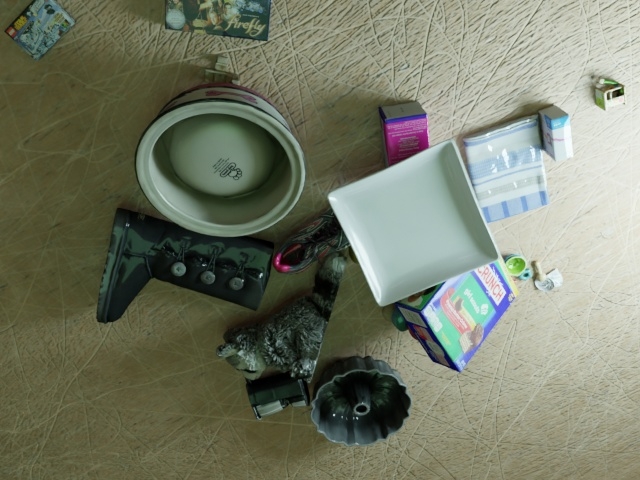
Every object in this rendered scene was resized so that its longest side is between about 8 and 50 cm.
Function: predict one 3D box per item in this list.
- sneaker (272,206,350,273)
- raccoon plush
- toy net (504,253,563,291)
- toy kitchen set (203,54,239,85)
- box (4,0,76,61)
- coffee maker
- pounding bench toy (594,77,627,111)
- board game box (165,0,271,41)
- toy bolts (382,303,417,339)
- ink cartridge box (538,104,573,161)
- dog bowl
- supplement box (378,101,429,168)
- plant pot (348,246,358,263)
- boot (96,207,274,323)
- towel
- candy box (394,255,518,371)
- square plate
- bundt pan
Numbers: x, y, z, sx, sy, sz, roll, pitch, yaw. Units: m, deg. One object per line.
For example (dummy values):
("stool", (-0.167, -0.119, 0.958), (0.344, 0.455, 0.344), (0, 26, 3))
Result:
("sneaker", (0.000, 0.000, 1.695), (0.299, 0.112, 0.121), (-39, 83, 9))
("raccoon plush", (-0.123, 0.215, 1.836), (0.298, 0.216, 0.447), (17, 85, 3))
("toy net", (0.638, 0.117, 1.875), (0.232, 0.045, 0.122), (21, 114, -15))
("toy kitchen set", (-0.239, -0.407, 1.504), (0.083, 0.075, 0.068), (8, 116, -14))
("box", (-0.656, -0.502, 1.446), (0.137, 0.027, 0.094), (-37, 116, 14))
("coffee maker", (-0.137, 0.468, 1.958), (0.178, 0.120, 0.171), (-18, 117, 5))
("pounding bench toy", (0.759, -0.392, 1.607), (0.065, 0.052, 0.083), (-18, 118, 5))
("board game box", (-0.236, -0.565, 1.438), (0.243, 0.042, 0.165), (4, 118, -7))
("toy bolts", (0.267, 0.158, 1.846), (0.218, 0.158, 0.229), (-18, 115, -41))
("ink cartridge box", (0.623, -0.283, 1.634), (0.052, 0.089, 0.123), (-17, 118, 5))
("dog bowl", (-0.241, -0.206, 1.528), (0.407, 0.150, 0.408), (-2, 133, -2))
("supplement box", (0.222, -0.236, 1.613), (0.113, 0.111, 0.220), (-8, 119, 0))
("plant pot", (0.124, 0.025, 1.761), (0.081, 0.083, 0.082), (-6, 119, -2))
("boot", (-0.382, 0.119, 1.750), (0.444, 0.146, 0.367), (12, 118, -16))
("towel", (0.520, -0.191, 1.707), (0.209, 0.034, 0.285), (-17, 118, 5))
("candy box", (0.394, 0.161, 1.743), (0.317, 0.122, 0.268), (-48, 122, -20))
("square plate", (0.241, -0.041, 1.594), (0.347, 0.049, 0.344), (-23, 104, 11))
("bundt pan", (0.124, 0.507, 1.998), (0.330, 0.124, 0.331), (-2, 118, -4))
